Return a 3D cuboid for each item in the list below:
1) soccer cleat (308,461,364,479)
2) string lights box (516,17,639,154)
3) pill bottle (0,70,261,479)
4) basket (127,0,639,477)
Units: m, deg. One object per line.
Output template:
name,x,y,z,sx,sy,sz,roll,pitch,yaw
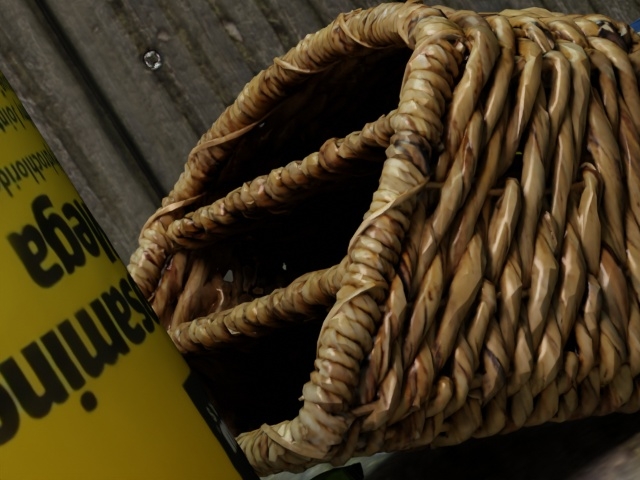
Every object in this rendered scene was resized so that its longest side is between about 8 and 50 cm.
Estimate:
soccer cleat,-0.027,0.157,0.720,0.072,0.060,0.179,-39,-6,29
string lights box,0.177,-0.044,0.975,0.259,0.133,0.077,-34,4,-22
pill bottle,-0.132,0.073,0.512,0.188,0.334,0.188,-32,5,3
basket,0.000,0.000,0.773,0.223,0.214,0.299,-7,-7,-29
